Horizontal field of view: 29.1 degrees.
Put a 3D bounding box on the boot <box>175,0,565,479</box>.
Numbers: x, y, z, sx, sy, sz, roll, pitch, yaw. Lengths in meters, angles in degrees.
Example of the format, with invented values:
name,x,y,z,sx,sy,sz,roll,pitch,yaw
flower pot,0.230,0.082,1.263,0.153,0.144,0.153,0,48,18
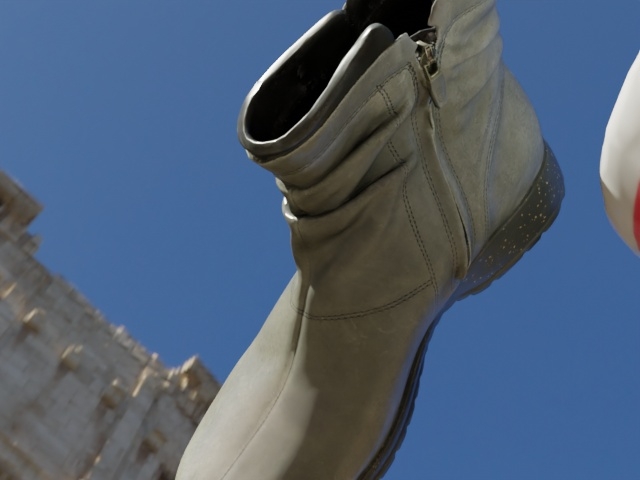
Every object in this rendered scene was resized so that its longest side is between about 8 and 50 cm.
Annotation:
name,x,y,z,sx,sy,sz,roll,pitch,yaw
boot,0.000,0.000,0.483,0.083,0.246,0.161,26,-19,35

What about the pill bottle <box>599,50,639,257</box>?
name,x,y,z,sx,sy,sz,roll,pitch,yaw
pill bottle,0.245,0.030,0.345,0.318,0.176,0.176,50,-58,36
